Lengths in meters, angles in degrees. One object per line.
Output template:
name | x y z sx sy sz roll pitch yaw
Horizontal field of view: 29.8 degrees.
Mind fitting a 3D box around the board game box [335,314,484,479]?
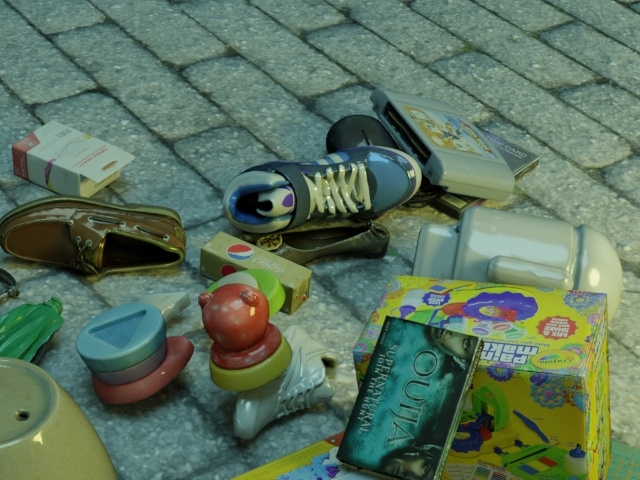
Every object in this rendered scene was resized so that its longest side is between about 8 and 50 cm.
board game box | 0.107 0.189 1.421 0.126 0.026 0.186 12 70 25

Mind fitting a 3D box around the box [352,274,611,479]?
box | 0.219 0.216 1.570 0.290 0.279 0.177 5 35 22

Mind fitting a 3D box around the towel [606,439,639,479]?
towel | 0.340 0.393 1.607 0.271 0.040 0.370 19 40 18

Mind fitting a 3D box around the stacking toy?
stacking toy | -0.197 0.098 1.760 0.309 0.130 0.279 -10 30 12

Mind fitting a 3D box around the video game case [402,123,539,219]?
video game case | 0.267 -0.143 2.318 0.196 0.026 0.274 30 42 29

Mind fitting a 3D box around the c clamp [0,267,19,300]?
c clamp | -0.536 0.096 1.885 0.137 0.022 0.161 21 40 27

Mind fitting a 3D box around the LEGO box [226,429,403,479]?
LEGO box | -0.054 0.442 1.293 0.500 0.193 0.372 -18 31 -29

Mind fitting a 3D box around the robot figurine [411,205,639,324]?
robot figurine | 0.323 0.059 1.910 0.353 0.199 0.300 10 3 4

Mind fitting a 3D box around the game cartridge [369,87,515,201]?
game cartridge | 0.233 -0.183 2.251 0.198 0.062 0.297 4 35 -32

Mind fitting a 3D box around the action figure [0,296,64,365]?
action figure | -0.455 0.157 1.776 0.137 0.063 0.232 20 43 21

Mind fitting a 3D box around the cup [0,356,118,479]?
cup | -0.397 0.283 1.461 0.331 0.237 0.331 5 33 -3

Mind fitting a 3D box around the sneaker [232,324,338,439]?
sneaker | -0.043 0.213 1.748 0.115 0.090 0.232 23 40 15

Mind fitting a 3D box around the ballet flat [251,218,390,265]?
ballet flat | 0.000 0.000 2.058 0.250 0.058 0.084 -4 37 -13

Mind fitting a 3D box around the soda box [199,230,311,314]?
soda box | -0.107 0.052 1.974 0.181 0.058 0.061 22 39 21

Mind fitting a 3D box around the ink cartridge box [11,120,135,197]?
ink cartridge box | -0.442 -0.137 2.166 0.198 0.067 0.115 23 40 23

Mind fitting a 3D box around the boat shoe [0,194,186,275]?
boat shoe | -0.372 -0.003 1.962 0.307 0.110 0.104 -3 37 -13

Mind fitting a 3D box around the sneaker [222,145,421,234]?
sneaker | -0.006 -0.073 2.033 0.323 0.130 0.236 -2 16 16

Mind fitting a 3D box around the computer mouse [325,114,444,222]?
computer mouse | 0.099 -0.158 2.239 0.188 0.072 0.272 -19 47 -14
